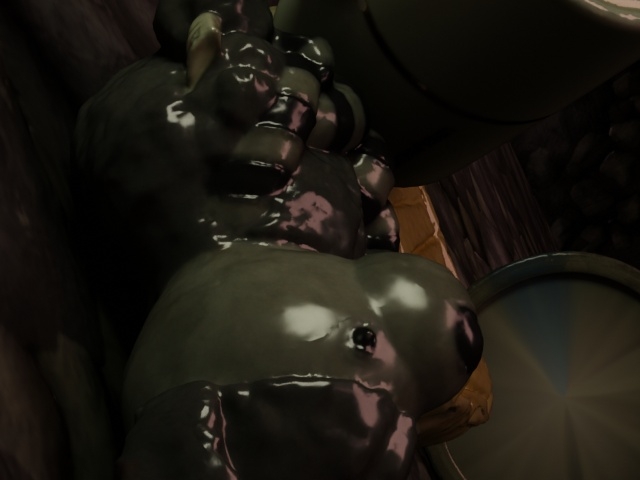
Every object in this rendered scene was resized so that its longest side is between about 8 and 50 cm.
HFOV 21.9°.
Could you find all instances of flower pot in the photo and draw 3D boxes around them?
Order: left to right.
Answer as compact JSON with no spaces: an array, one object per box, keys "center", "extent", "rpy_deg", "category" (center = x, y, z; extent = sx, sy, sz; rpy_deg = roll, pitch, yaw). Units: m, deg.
[{"center":[0.169,0.111,1.268],"extent":[0.202,0.212,0.212],"rpy_deg":[-165,-128,-87],"category":"flower pot"}]

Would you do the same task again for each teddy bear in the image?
[{"center":[-0.006,0.040,0.651],"extent":[0.171,0.144,0.251],"rpy_deg":[52,20,-56],"category":"teddy bear"}]

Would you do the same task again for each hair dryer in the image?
[{"center":[-0.031,-0.152,0.679],"extent":[0.362,0.203,0.128],"rpy_deg":[22,65,-20],"category":"hair dryer"}]

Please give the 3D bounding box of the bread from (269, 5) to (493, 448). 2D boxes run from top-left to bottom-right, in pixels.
[{"center":[0.000,0.000,0.847],"extent":[0.236,0.106,0.140],"rpy_deg":[70,14,9],"category":"bread"}]
